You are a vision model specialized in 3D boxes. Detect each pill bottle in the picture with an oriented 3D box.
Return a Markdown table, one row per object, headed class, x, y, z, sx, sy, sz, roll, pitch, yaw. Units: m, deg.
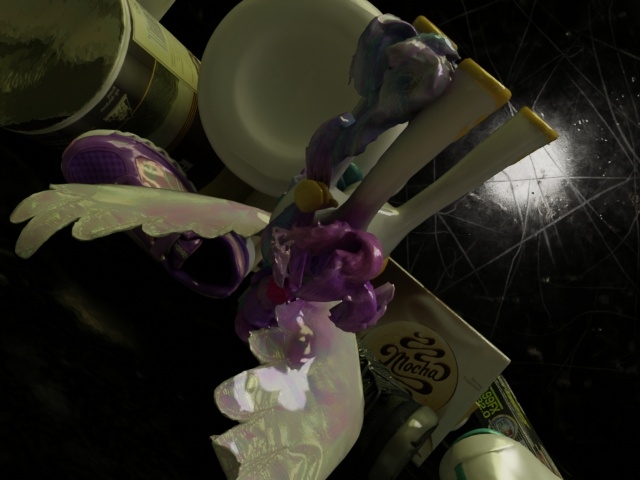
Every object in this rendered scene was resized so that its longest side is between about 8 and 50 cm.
| class | x | y | z | sx | sy | sz | roll | pitch | yaw |
| --- | --- | --- | --- | --- | --- | --- | --- | --- | --- |
| pill bottle | -0.001 | -0.171 | 0.862 | 0.229 | 0.229 | 0.407 | 41 | 8 | 1 |

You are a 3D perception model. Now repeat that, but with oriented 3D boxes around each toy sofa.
| class | x | y | z | sx | sy | sz | roll | pitch | yaw |
| --- | --- | --- | --- | --- | --- | --- | --- | --- | --- |
| toy sofa | -0.184 | -0.110 | 1.108 | 0.362 | 0.150 | 0.177 | 42 | 4 | 35 |

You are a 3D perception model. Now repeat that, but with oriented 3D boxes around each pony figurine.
| class | x | y | z | sx | sy | sz | roll | pitch | yaw |
| --- | --- | --- | --- | --- | --- | --- | --- | --- | --- |
| pony figurine | 0.000 | 0.000 | 0.532 | 0.303 | 0.363 | 0.351 | 49 | 21 | 19 |

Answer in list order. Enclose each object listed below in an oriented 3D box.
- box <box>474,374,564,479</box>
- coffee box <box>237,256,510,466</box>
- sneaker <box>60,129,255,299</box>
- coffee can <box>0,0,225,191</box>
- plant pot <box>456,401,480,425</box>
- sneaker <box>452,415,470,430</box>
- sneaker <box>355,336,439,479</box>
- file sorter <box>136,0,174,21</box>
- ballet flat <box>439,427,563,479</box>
| class | x | y | z | sx | sy | sz | roll | pitch | yaw |
| --- | --- | --- | --- | --- | --- | --- | --- | --- | --- |
| box | 0.334 | 0.328 | 1.166 | 0.216 | 0.060 | 0.270 | 44 | 17 | -46 |
| coffee box | 0.065 | 0.109 | 0.832 | 0.297 | 0.168 | 0.119 | 42 | 3 | 9 |
| sneaker | -0.160 | -0.020 | 0.676 | 0.236 | 0.095 | 0.104 | 41 | 10 | -22 |
| coffee can | -0.249 | -0.182 | 0.809 | 0.201 | 0.201 | 0.275 | 42 | 3 | 21 |
| plant pot | 0.178 | 0.248 | 1.019 | 0.081 | 0.083 | 0.081 | 40 | 3 | -26 |
| sneaker | 0.182 | 0.228 | 1.209 | 0.151 | 0.094 | 0.256 | 46 | 4 | -14 |
| sneaker | 0.042 | 0.159 | 0.626 | 0.130 | 0.087 | 0.227 | 39 | -1 | 9 |
| file sorter | -0.344 | -0.360 | 0.801 | 0.277 | 0.193 | 0.173 | 2 | 70 | -41 |
| ballet flat | 0.289 | 0.353 | 0.704 | 0.400 | 0.139 | 0.139 | 36 | 4 | -14 |
